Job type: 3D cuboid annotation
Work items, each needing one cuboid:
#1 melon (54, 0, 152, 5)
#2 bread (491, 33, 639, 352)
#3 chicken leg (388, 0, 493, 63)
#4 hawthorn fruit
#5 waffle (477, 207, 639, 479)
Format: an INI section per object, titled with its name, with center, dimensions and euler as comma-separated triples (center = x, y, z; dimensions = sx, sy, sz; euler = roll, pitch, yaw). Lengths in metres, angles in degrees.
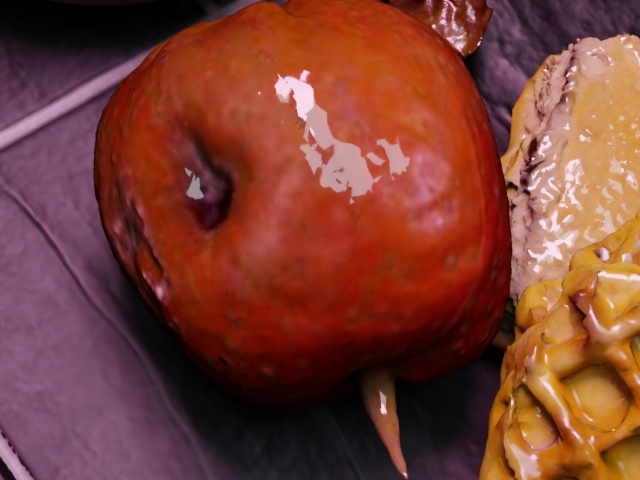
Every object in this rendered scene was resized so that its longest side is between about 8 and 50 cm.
[melon]
center = -0.168, -0.285, 0.973
dimensions = 0.308, 0.272, 0.272
euler = 3, 66, -1
[bread]
center = 0.200, -0.023, 0.987
dimensions = 0.174, 0.121, 0.245
euler = 19, 67, -6
[chicken leg]
center = 0.026, -0.249, 1.086
dimensions = 0.113, 0.093, 0.304
euler = -29, 81, 0
[hawthorn fruit]
center = -0.006, -0.023, 0.898
dimensions = 0.258, 0.258, 0.262
euler = -33, 112, -20
[waffle]
center = 0.220, 0.135, 0.839
dimensions = 0.261, 0.151, 0.324
euler = 16, 95, -1
